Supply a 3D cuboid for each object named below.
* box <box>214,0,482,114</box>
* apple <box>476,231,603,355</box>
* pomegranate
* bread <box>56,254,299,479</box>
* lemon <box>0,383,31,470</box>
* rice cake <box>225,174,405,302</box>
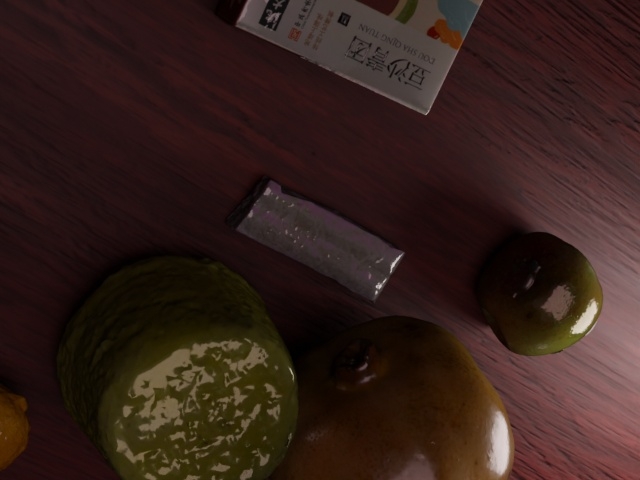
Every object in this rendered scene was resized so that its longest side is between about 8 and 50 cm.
[{"bbox_3d":[0.084,-0.432,1.876,0.345,0.122,0.385,21,100,-26],"label":"box"},{"bbox_3d":[0.373,0.097,2.161,0.188,0.174,0.207,-39,102,-7],"label":"apple"},{"bbox_3d":[0.099,0.310,2.012,0.417,0.416,0.416,-7,111,-19],"label":"pomegranate"},{"bbox_3d":[-0.209,0.217,1.894,0.348,0.308,0.348,-6,111,-15],"label":"bread"},{"bbox_3d":[-0.517,0.288,1.897,0.187,0.142,0.142,-42,118,3],"label":"lemon"},{"bbox_3d":[0.000,-0.002,2.040,0.298,0.050,0.106,28,97,-27],"label":"rice cake"}]
